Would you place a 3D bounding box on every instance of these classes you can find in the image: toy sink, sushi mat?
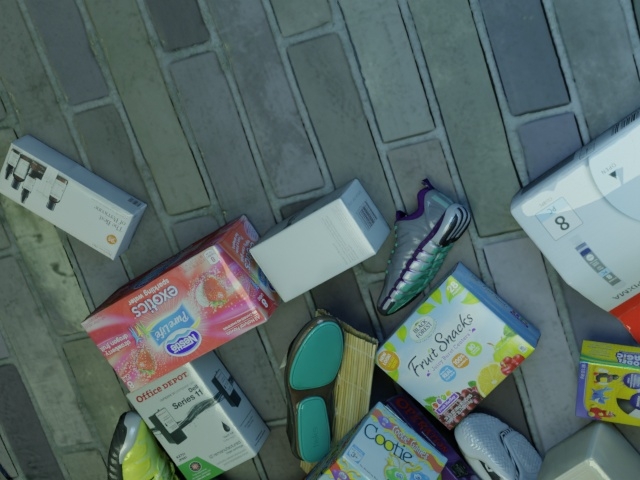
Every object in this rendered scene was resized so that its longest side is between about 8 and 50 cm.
[{"bbox_3d":[0.453,0.419,1.750,0.131,0.153,0.234,-41,90,27],"label":"toy sink"},{"bbox_3d":[0.028,0.279,1.876,0.151,0.019,0.316,29,122,42],"label":"sushi mat"}]

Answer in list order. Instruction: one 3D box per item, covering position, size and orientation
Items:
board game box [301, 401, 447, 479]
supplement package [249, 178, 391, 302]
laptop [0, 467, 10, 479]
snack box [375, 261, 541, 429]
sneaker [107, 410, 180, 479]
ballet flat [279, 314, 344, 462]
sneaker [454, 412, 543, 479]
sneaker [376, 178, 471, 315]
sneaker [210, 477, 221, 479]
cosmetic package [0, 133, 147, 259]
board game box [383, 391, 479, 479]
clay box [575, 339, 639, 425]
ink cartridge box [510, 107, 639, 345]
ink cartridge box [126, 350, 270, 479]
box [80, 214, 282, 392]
[{"bbox_3d":[0.047,0.406,1.769,0.144,0.142,0.275,40,129,3],"label":"board game box"},{"bbox_3d":[0.000,0.000,1.763,0.179,0.105,0.105,-30,100,25],"label":"supplement package"},{"bbox_3d":[-0.771,0.449,2.176,0.234,0.136,0.264,-30,100,26],"label":"laptop"},{"bbox_3d":[0.211,0.166,1.781,0.174,0.070,0.207,42,116,2],"label":"snack box"},{"bbox_3d":[-0.287,0.465,2.042,0.147,0.145,0.384,-4,119,7],"label":"sneaker"},{"bbox_3d":[-0.024,0.229,1.840,0.095,0.096,0.280,-4,117,-22],"label":"ballet flat"},{"bbox_3d":[0.297,0.462,1.837,0.210,0.137,0.366,-39,94,28],"label":"sneaker"},{"bbox_3d":[0.139,0.013,1.754,0.098,0.083,0.223,46,117,23],"label":"sneaker"},{"bbox_3d":[-0.081,0.473,1.974,0.295,0.124,0.178,39,112,7],"label":"sneaker"},{"bbox_3d":[-0.419,-0.072,1.894,0.239,0.060,0.098,30,118,4],"label":"cosmetic package"},{"bbox_3d":[0.188,0.435,1.812,0.347,0.056,0.208,49,130,22],"label":"board game box"},{"bbox_3d":[0.501,0.224,1.704,0.222,0.053,0.127,7,132,16],"label":"clay box"},{"bbox_3d":[0.508,0.007,1.612,0.308,0.091,0.385,-37,96,27],"label":"ink cartridge box"},{"bbox_3d":[-0.212,0.299,1.961,0.153,0.087,0.208,-31,99,24],"label":"ink cartridge box"},{"bbox_3d":[-0.218,0.106,1.855,0.300,0.142,0.154,-28,101,25],"label":"box"}]
